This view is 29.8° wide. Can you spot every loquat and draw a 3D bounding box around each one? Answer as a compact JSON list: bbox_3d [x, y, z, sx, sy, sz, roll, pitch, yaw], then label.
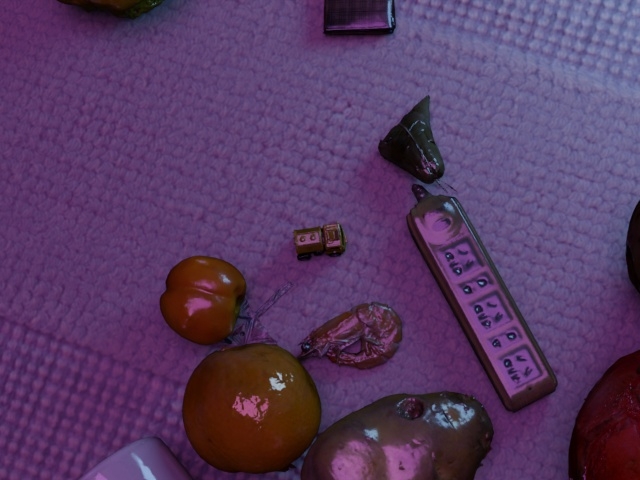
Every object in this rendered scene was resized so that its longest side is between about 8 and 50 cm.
[{"bbox_3d":[-0.101,0.252,1.782,0.208,0.208,0.208,-1,77,6],"label":"loquat"}]

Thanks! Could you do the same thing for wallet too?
[{"bbox_3d":[0.063,-0.454,2.012,0.124,0.042,0.230,-1,79,4],"label":"wallet"}]

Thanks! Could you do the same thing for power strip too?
[{"bbox_3d":[0.237,0.076,1.856,0.092,0.066,0.388,-27,75,-3],"label":"power strip"}]

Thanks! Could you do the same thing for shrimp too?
[{"bbox_3d":[0.043,0.160,1.877,0.180,0.041,0.099,-21,90,0],"label":"shrimp"}]

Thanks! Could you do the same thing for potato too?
[{"bbox_3d":[0.118,0.326,1.771,0.296,0.141,0.192,-25,80,-7],"label":"potato"}]

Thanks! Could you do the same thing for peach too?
[{"bbox_3d":[-0.185,0.092,1.869,0.138,0.138,0.138,-1,77,6],"label":"peach"}]

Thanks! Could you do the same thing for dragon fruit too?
[{"bbox_3d":[0.494,0.299,1.665,0.295,0.295,0.302,29,69,12],"label":"dragon fruit"}]

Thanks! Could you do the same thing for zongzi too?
[{"bbox_3d":[0.183,-0.154,1.904,0.154,0.062,0.130,35,76,32],"label":"zongzi"}]

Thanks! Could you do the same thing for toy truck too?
[{"bbox_3d":[0.000,0.000,1.905,0.083,0.054,0.049,-8,76,4],"label":"toy truck"}]

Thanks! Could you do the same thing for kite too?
[{"bbox_3d":[-0.100,0.121,1.913,0.152,0.005,0.137,-33,74,-2],"label":"kite"}]

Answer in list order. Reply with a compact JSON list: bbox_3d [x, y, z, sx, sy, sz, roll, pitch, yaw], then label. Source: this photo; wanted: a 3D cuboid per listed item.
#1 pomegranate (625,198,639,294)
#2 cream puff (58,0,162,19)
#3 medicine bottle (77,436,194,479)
[{"bbox_3d":[0.599,0.024,1.759,0.306,0.242,0.242,6,77,-13],"label":"pomegranate"},{"bbox_3d":[-0.329,-0.468,2.005,0.281,0.185,0.282,-14,35,10],"label":"cream puff"},{"bbox_3d":[-0.208,0.486,1.737,0.211,0.211,0.371,-39,76,-3],"label":"medicine bottle"}]
